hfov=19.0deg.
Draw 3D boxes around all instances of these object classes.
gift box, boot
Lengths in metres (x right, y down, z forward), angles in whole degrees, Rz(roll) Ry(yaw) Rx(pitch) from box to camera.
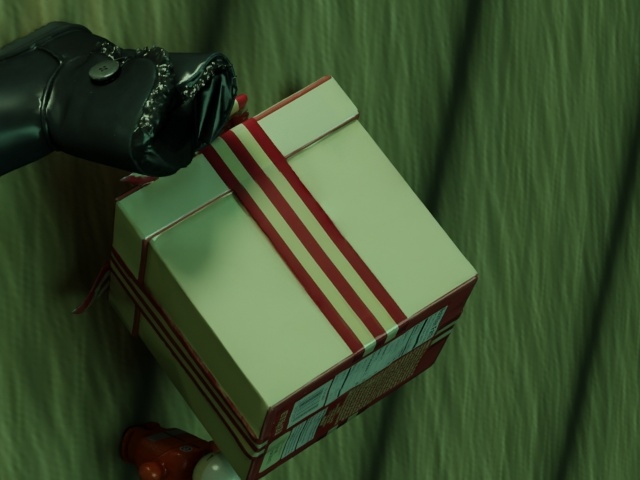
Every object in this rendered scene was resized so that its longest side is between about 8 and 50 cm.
[{"bbox_3d":[-0.055,0.032,1.650,0.276,0.258,0.255,-29,162,-24],"label":"gift box"},{"bbox_3d":[-0.209,-0.091,1.522,0.246,0.207,0.094,-38,127,-33],"label":"boot"}]

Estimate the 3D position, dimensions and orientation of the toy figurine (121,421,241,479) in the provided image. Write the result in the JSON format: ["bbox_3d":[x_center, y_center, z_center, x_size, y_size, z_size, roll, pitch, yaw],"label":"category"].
[{"bbox_3d":[-0.127,0.299,1.807,0.209,0.148,0.213,-54,137,-20],"label":"toy figurine"}]
